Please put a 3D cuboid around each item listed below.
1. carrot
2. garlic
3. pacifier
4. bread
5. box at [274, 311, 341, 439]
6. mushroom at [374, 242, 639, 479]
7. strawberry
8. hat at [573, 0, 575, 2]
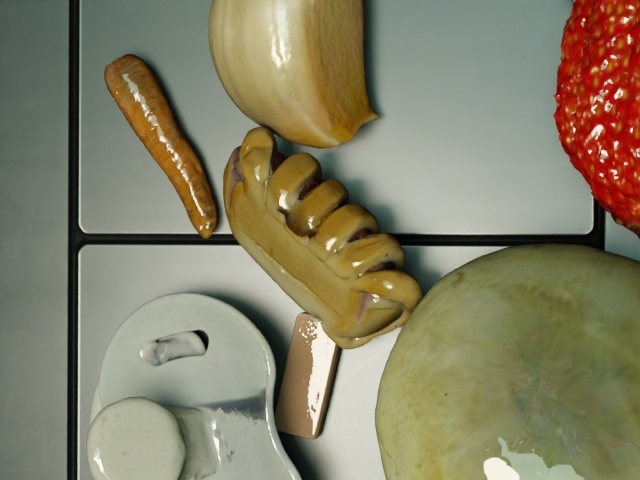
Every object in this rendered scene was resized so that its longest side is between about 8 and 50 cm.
[{"bbox_3d":[-0.145,-0.090,1.856,0.047,0.047,0.191,-30,89,8],"label":"carrot"},{"bbox_3d":[-0.018,-0.208,1.803,0.164,0.145,0.245,5,89,-23],"label":"garlic"},{"bbox_3d":[-0.142,0.192,1.774,0.227,0.207,0.279,-15,87,27],"label":"pacifier"},{"bbox_3d":[0.000,0.000,1.781,0.225,0.134,0.081,44,57,15],"label":"bread"},{"bbox_3d":[-0.010,0.126,1.839,0.048,0.025,0.115,13,92,14],"label":"box"},{"bbox_3d":[0.216,0.170,1.686,0.352,0.260,0.352,0,65,0],"label":"mushroom"},{"bbox_3d":[0.325,-0.129,1.672,0.250,0.238,0.288,-12,112,-1],"label":"strawberry"},{"bbox_3d":[0.259,-0.239,1.775,0.077,0.059,0.076,-24,44,17],"label":"hat"}]
